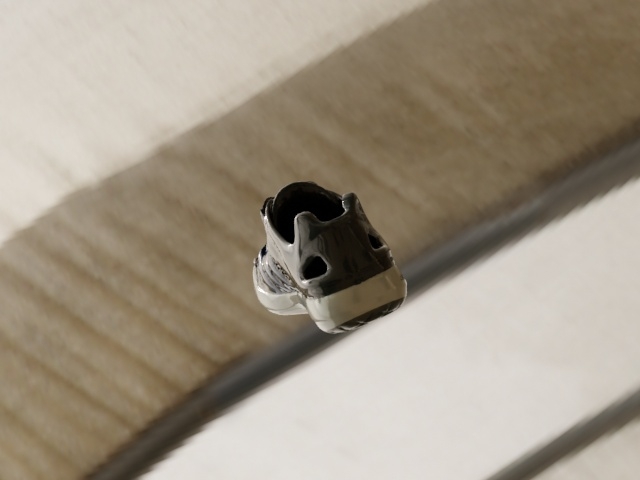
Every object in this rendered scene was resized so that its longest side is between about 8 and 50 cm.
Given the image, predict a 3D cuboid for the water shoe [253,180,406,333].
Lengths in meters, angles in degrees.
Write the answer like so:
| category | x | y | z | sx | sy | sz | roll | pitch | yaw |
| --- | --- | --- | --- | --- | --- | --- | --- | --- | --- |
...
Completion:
| category | x | y | z | sx | sy | sz | roll | pitch | yaw |
| --- | --- | --- | --- | --- | --- | --- | --- | --- | --- |
| water shoe | 0.000 | 0.000 | 1.073 | 0.073 | 0.203 | 0.080 | -22 | -80 | -14 |
